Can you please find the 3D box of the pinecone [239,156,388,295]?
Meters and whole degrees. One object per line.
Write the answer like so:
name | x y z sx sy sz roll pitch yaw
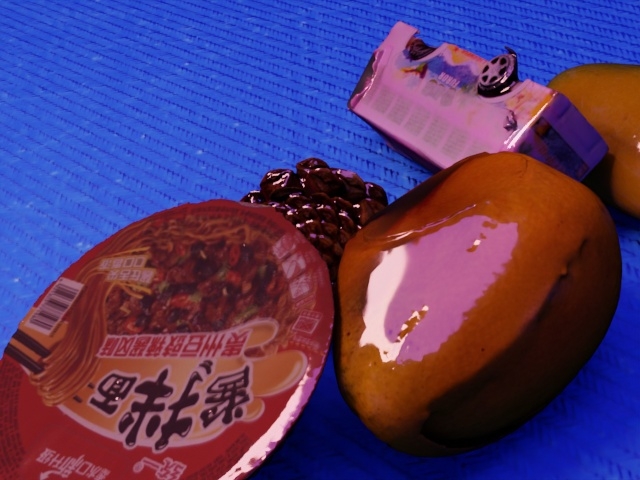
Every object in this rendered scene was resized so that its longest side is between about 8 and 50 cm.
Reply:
pinecone | -0.002 0.000 0.799 0.140 0.140 0.121 -6 12 7

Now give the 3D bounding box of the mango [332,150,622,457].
mango | 0.109 0.049 0.679 0.236 0.166 0.136 -33 16 -26

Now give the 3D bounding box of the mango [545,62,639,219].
mango | 0.284 -0.090 0.844 0.156 0.114 0.251 -43 48 -17

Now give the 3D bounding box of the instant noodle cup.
instant noodle cup | -0.101 0.100 0.707 0.274 0.090 0.274 -15 47 17

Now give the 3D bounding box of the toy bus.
toy bus | 0.123 -0.112 0.880 0.112 0.090 0.274 -50 32 3
